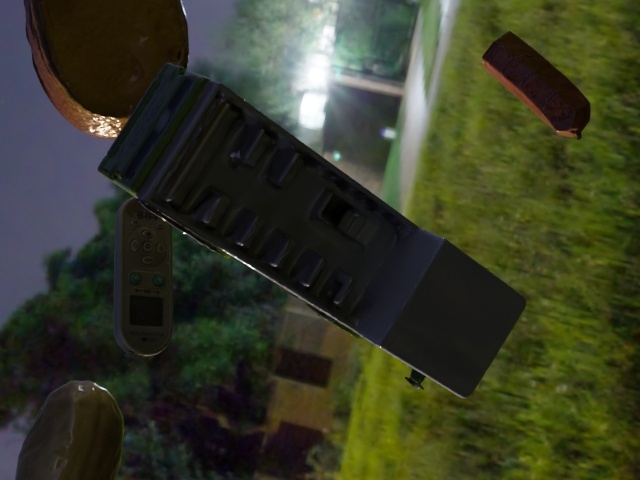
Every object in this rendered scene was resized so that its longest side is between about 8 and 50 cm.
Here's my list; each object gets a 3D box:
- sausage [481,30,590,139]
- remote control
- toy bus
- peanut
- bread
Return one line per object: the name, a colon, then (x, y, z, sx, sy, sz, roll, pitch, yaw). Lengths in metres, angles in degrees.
sausage: (0.286, -0.195, 1.204, 0.065, 0.169, 0.065, -38, -19, -16)
remote control: (-0.240, 0.047, 1.258, 0.042, 0.078, 0.222, -23, 65, 52)
toy bus: (0.000, 0.000, 0.667, 0.113, 0.301, 0.139, -58, 29, -3)
peanut: (-0.348, 0.343, 1.250, 0.148, 0.147, 0.319, 94, -176, -61)
bread: (-0.263, -0.262, 1.157, 0.142, 0.195, 0.270, 173, 81, -74)
